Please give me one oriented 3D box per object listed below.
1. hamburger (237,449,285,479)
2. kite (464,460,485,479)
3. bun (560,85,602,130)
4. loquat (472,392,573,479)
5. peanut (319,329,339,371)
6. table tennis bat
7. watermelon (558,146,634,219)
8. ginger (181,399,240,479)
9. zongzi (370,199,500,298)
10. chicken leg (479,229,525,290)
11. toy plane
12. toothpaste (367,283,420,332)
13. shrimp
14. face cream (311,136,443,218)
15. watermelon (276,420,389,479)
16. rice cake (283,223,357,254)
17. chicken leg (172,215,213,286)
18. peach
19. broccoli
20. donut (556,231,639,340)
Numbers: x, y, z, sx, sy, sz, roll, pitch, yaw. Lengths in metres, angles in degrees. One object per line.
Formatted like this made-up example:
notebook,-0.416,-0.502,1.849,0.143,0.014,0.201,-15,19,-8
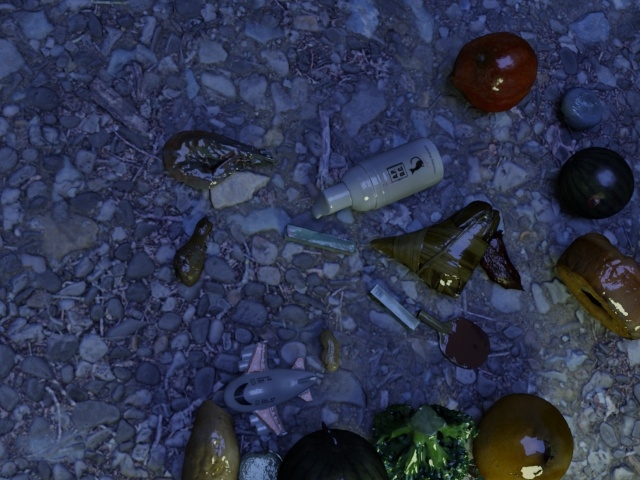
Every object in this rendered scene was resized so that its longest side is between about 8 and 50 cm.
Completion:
hamburger,-0.143,0.601,1.736,0.140,0.062,0.133,8,76,-6
kite,0.415,0.636,1.857,0.122,0.004,0.090,20,76,-5
bun,0.792,-0.402,2.091,0.141,0.083,0.140,5,72,-17
loquat,0.520,0.527,1.772,0.263,0.263,0.263,2,79,-10
peanut,0.024,0.296,1.832,0.054,0.054,0.113,-4,77,-11
table tennis bat,0.372,0.268,1.915,0.234,0.022,0.131,33,76,-4
watermelon,0.799,-0.168,1.982,0.212,0.212,0.212,2,79,-10
ginger,-0.266,0.530,1.684,0.138,0.152,0.267,8,84,-5
zongzi,0.320,-0.022,1.895,0.288,0.134,0.286,30,88,5
chicken leg,0.506,0.052,1.961,0.105,0.063,0.234,-21,85,-9
toy plane,-0.129,0.379,1.754,0.245,0.117,0.244,2,80,-11
toothpaste,0.202,0.186,1.886,0.164,0.046,0.034,42,73,0
shrimp,-0.279,-0.215,1.876,0.317,0.062,0.164,7,82,-4
face cream,0.150,-0.158,1.894,0.370,0.145,0.145,-24,84,-14
watermelon,0.031,0.606,1.635,0.279,0.279,0.359,-4,115,-11
rice cake,0.000,0.000,1.894,0.211,0.034,0.043,15,68,-6
chicken leg,-0.335,0.023,1.815,0.085,0.069,0.198,21,69,-7
peach,0.491,-0.490,1.981,0.257,0.232,0.232,-17,82,-23
broccoli,0.255,0.511,1.735,0.269,0.241,0.261,36,63,24
donut,0.804,0.124,1.889,0.150,0.299,0.317,-41,64,-1
